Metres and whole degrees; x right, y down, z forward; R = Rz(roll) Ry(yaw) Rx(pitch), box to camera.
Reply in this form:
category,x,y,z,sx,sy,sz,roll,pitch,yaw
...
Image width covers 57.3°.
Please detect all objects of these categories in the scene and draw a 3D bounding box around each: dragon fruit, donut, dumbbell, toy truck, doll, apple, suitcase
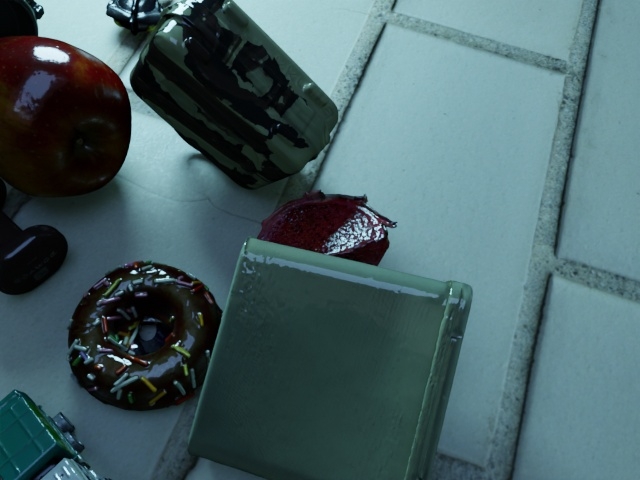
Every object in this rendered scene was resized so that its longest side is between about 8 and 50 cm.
category,x,y,z,sx,sy,sz,roll,pitch,yaw
dragon fruit,0.001,0.002,1.078,0.274,0.126,0.161,-19,56,1
donut,-0.292,0.153,0.982,0.269,0.103,0.270,1,61,-2
dumbbell,-0.570,-0.019,1.035,0.225,0.124,0.140,39,66,15
toy truck,-0.407,0.324,0.855,0.253,0.124,0.114,31,63,33
doll,-0.419,-0.557,1.365,0.127,0.088,0.249,-16,53,10
apple,-0.496,-0.225,1.064,0.316,0.288,0.288,26,62,27
suitcase,-0.171,-0.262,1.088,0.351,0.339,0.194,42,65,-19

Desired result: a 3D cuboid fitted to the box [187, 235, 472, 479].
category,x,y,z,sx,sy,sz,roll,pitch,yaw
box,0.018,0.196,0.889,0.343,0.177,0.352,15,86,5

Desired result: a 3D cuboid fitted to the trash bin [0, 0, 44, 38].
category,x,y,z,sx,sy,sz,roll,pitch,yaw
trash bin,-0.757,-0.441,1.192,0.262,0.217,0.277,25,65,9
